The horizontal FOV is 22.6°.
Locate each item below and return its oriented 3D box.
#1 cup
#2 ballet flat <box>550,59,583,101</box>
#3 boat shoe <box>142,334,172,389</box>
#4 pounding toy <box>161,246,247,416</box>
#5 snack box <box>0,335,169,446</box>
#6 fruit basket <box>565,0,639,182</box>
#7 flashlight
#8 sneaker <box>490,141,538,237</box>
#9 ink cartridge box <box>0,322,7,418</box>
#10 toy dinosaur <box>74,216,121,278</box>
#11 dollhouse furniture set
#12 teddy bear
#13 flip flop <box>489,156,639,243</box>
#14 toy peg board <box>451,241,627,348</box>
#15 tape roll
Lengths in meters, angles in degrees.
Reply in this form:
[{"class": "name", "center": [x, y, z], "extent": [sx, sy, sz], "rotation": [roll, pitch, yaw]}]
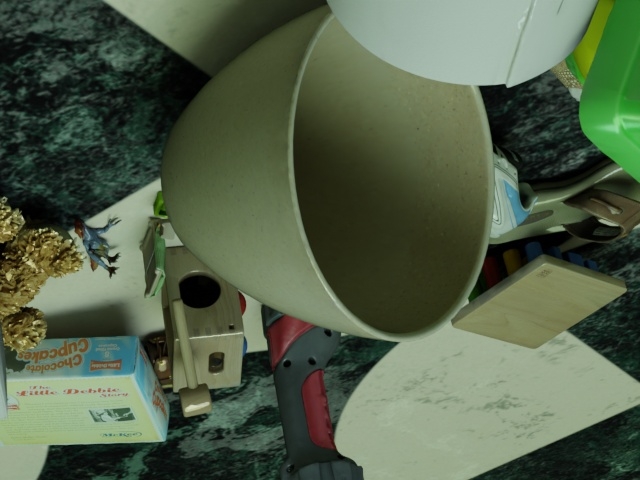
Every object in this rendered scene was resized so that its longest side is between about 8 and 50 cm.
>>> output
[{"class": "cup", "center": [-0.016, -0.066, 1.567], "extent": [0.237, 0.331, 0.331], "rotation": [-3, 157, 38]}, {"class": "ballet flat", "center": [0.322, -0.157, 1.698], "extent": [0.206, 0.067, 0.073], "rotation": [8, -176, -25]}, {"class": "boat shoe", "center": [-0.193, 0.151, 2.023], "extent": [0.178, 0.064, 0.060], "rotation": [-23, 148, 21]}, {"class": "pounding toy", "center": [-0.126, 0.108, 1.848], "extent": [0.094, 0.206, 0.181], "rotation": [-5, 146, -10]}, {"class": "snack box", "center": [-0.363, 0.191, 1.986], "extent": [0.322, 0.060, 0.187], "rotation": [-2, 148, 6]}, {"class": "fruit basket", "center": [0.335, -0.216, 1.445], "extent": [0.392, 0.392, 0.283], "rotation": [-29, 143, 25]}, {"class": "flashlight", "center": [-0.003, 0.196, 1.930], "extent": [0.103, 0.304, 0.103], "rotation": [19, 136, -40]}, {"class": "sneaker", "center": [0.170, -0.090, 1.767], "extent": [0.086, 0.085, 0.237], "rotation": [-43, 139, -1]}, {"class": "ink cartridge box", "center": [-0.473, 0.016, 1.561], "extent": [0.279, 0.160, 0.385], "rotation": [-7, 131, -7]}, {"class": "toy dinosaur", "center": [-0.260, 0.008, 1.811], "extent": [0.090, 0.047, 0.082], "rotation": [-22, 129, 34]}, {"class": "dollhouse furniture set", "center": [-0.157, -0.003, 1.789], "extent": [0.058, 0.076, 0.152], "rotation": [3, 144, -19]}, {"class": "teddy bear", "center": [-0.415, 0.063, 1.780], "extent": [0.338, 0.113, 0.245], "rotation": [-23, 143, 17]}, {"class": "flip flop", "center": [0.320, -0.035, 1.883], "extent": [0.277, 0.080, 0.112], "rotation": [-15, 147, 5]}, {"class": "toy peg board", "center": [0.263, 0.052, 1.995], "extent": [0.161, 0.079, 0.160], "rotation": [16, 138, -40]}, {"class": "tape roll", "center": [0.128, -0.272, 1.314], "extent": [0.246, 0.246, 0.169], "rotation": [-4, 146, -11]}]
